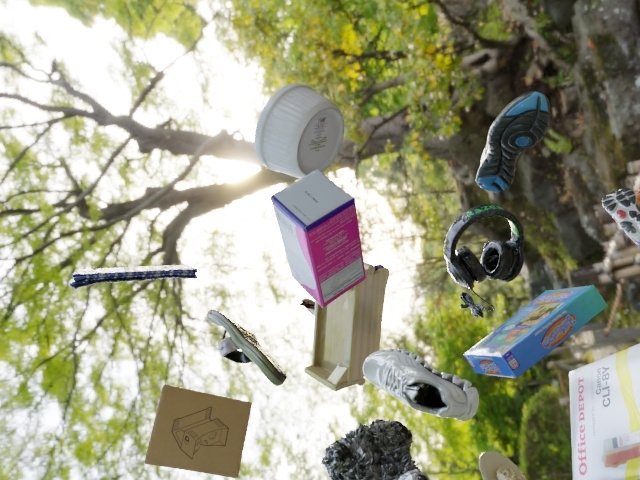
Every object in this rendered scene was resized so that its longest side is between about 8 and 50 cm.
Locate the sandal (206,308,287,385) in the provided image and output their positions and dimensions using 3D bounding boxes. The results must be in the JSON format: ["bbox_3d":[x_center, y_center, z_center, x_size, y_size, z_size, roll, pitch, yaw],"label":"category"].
[{"bbox_3d":[-0.195,0.257,1.537,0.303,0.086,0.120,37,177,45],"label":"sandal"}]

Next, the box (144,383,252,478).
[{"bbox_3d":[-0.258,0.411,1.389,0.021,0.201,0.164,139,144,-62],"label":"box"}]

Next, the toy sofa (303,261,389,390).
[{"bbox_3d":[0.071,0.226,1.843,0.177,0.150,0.362,-10,-70,-40],"label":"toy sofa"}]

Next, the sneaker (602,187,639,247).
[{"bbox_3d":[0.647,-0.046,1.366,0.071,0.068,0.170,53,-155,-33],"label":"sneaker"}]

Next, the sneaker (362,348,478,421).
[{"bbox_3d":[0.202,0.318,1.446,0.118,0.292,0.110,4,-82,-48],"label":"sneaker"}]

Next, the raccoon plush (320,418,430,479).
[{"bbox_3d":[0.159,0.604,1.428,0.446,0.216,0.299,86,160,-47],"label":"raccoon plush"}]

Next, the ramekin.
[{"bbox_3d":[-0.039,-0.237,1.451,0.207,0.109,0.207,-35,-39,-36],"label":"ramekin"}]

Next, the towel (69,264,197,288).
[{"bbox_3d":[-0.528,0.098,1.830,0.243,0.336,0.040,-175,83,-71],"label":"towel"}]

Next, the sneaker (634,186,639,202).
[{"bbox_3d":[0.878,-0.129,1.682,0.064,0.175,0.067,-33,-92,-40],"label":"sneaker"}]

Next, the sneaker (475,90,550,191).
[{"bbox_3d":[0.485,-0.274,1.665,0.341,0.125,0.140,107,-179,-58],"label":"sneaker"}]

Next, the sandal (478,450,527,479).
[{"bbox_3d":[0.432,0.541,1.350,0.240,0.088,0.079,59,153,15],"label":"sandal"}]

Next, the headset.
[{"bbox_3d":[0.494,0.064,2.017,0.185,0.243,0.394,-120,22,-60],"label":"headset"}]

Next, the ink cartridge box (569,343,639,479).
[{"bbox_3d":[0.680,0.349,1.262,0.385,0.160,0.279,-47,24,52],"label":"ink cartridge box"}]

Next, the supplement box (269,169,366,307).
[{"bbox_3d":[0.000,0.000,1.191,0.111,0.114,0.220,42,155,38],"label":"supplement box"}]

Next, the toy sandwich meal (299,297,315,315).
[{"bbox_3d":[-0.029,0.210,2.031,0.029,0.085,0.085,-64,-30,-20],"label":"toy sandwich meal"}]

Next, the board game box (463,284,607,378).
[{"bbox_3d":[0.372,0.159,1.138,0.047,0.210,0.160,55,167,1],"label":"board game box"}]
